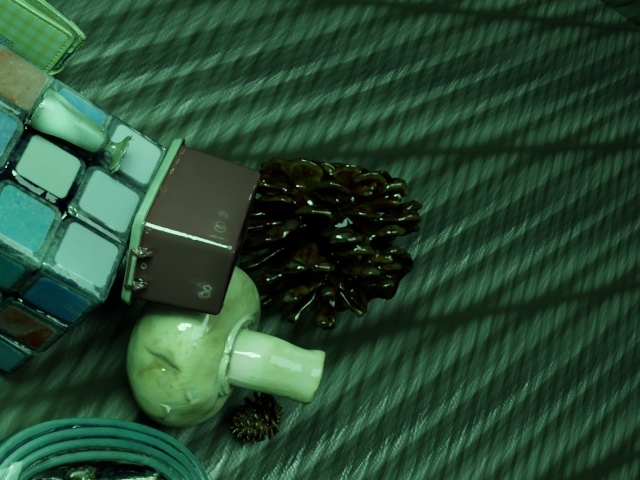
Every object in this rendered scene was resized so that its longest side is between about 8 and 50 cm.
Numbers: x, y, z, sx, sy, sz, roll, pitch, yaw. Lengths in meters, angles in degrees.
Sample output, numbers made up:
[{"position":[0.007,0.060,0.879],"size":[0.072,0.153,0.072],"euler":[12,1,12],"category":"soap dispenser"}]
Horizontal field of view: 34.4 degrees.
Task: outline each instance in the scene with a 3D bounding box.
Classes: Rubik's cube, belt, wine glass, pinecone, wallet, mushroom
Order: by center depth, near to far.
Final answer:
[{"position":[-0.374,-0.170,1.608],"size":[0.155,0.072,0.072],"euler":[31,52,-23],"category":"wine glass"},{"position":[-0.385,0.450,1.685],"size":[0.436,0.173,0.300],"euler":[9,65,-35],"category":"belt"},{"position":[-0.514,-0.042,1.705],"size":[0.363,0.359,0.362],"euler":[34,46,-17],"category":"Rubik's cube"},{"position":[-0.572,-0.353,1.851],"size":[0.223,0.309,0.077],"euler":[38,53,-20],"category":"wallet"},{"position":[-0.197,0.186,1.891],"size":[0.356,0.315,0.315],"euler":[0,68,-37],"category":"mushroom"},{"position":[-0.123,0.346,2.003],"size":[0.109,0.102,0.102],"euler":[-32,90,-40],"category":"pinecone"},{"position":[0.000,0.000,2.100],"size":[0.398,0.398,0.397],"euler":[18,58,-31],"category":"pinecone"}]

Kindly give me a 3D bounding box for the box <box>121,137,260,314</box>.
[{"position":[-0.211,-0.019,1.733],"size":[0.167,0.193,0.294],"euler":[14,37,-1],"category":"box"}]
